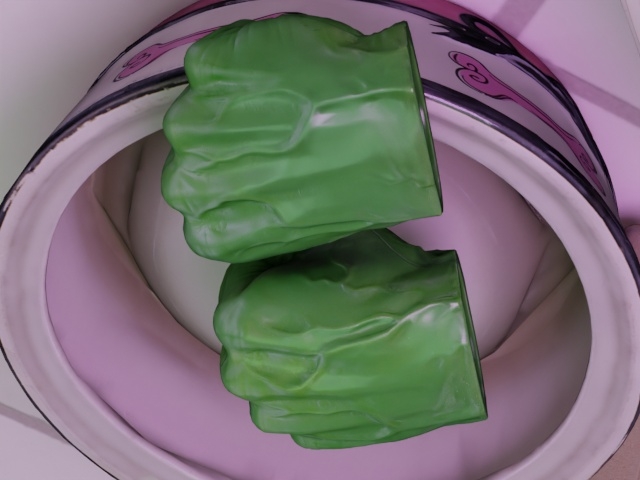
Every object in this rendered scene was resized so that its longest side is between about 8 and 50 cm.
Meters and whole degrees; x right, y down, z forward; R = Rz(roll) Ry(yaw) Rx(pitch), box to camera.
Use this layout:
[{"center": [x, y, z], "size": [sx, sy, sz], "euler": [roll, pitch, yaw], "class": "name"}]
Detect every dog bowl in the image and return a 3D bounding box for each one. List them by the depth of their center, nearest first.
[{"center": [0.006, 0.012, 1.200], "size": [0.408, 0.150, 0.408], "euler": [5, 133, 6], "class": "dog bowl"}]

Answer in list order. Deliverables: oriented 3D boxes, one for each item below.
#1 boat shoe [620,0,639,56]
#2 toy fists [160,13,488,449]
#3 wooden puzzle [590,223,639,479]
[{"center": [0.226, -0.195, 0.952], "size": [0.156, 0.187, 0.500], "euler": [-9, 123, 24], "class": "boat shoe"}, {"center": [0.000, 0.000, 1.029], "size": [0.142, 0.096, 0.279], "euler": [-10, 128, 6], "class": "toy fists"}, {"center": [0.353, 0.126, 1.287], "size": [0.348, 0.080, 0.322], "euler": [11, 132, 8], "class": "wooden puzzle"}]
